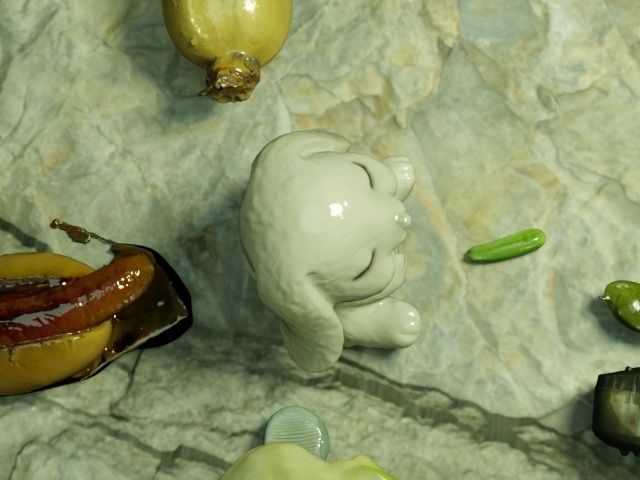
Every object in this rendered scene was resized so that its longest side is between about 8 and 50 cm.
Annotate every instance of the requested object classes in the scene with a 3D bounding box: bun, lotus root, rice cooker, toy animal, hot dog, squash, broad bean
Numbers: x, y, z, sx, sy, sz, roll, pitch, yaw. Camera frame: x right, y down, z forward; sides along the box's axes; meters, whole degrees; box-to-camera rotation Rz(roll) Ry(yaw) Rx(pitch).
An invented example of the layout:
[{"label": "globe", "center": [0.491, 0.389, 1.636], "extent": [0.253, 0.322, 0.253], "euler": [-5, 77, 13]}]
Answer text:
[{"label": "bun", "center": [-0.026, 0.224, 1.560], "extent": [0.083, 0.045, 0.083], "euler": [-2, 77, 9]}, {"label": "lotus root", "center": [-0.108, -0.299, 1.615], "extent": [0.146, 0.131, 0.303], "euler": [-5, 78, 7]}, {"label": "rice cooker", "center": [0.365, 0.180, 1.472], "extent": [0.165, 0.112, 0.106], "euler": [13, 89, 12]}, {"label": "toy animal", "center": [0.000, 0.000, 1.483], "extent": [0.206, 0.265, 0.272], "euler": [-1, 83, 10]}, {"label": "hot dog", "center": [-0.326, 0.074, 1.601], "extent": [0.326, 0.107, 0.194], "euler": [-26, 78, 4]}, {"label": "squash", "center": [0.206, 0.008, 1.570], "extent": [0.089, 0.027, 0.027], "euler": [-18, 79, 7]}, {"label": "broad bean", "center": [0.416, 0.110, 1.507], "extent": [0.256, 0.052, 0.053], "euler": [25, 122, 9]}]

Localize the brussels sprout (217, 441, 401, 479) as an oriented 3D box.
[{"label": "brussels sprout", "center": [-0.003, 0.381, 1.434], "extent": [0.344, 0.268, 0.344], "euler": [0, 60, 0]}]
